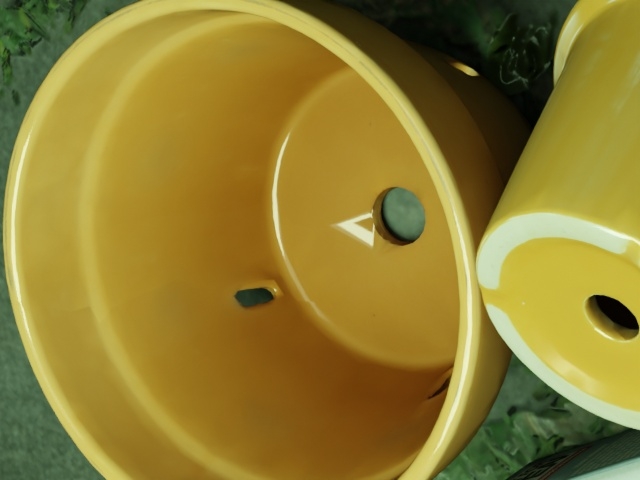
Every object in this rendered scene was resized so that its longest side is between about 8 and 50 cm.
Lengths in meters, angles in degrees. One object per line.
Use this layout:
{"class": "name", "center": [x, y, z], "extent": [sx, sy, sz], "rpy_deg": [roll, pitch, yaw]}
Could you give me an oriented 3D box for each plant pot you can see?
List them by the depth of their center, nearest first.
{"class": "plant pot", "center": [0.173, -0.021, 0.757], "extent": [0.205, 0.188, 0.205], "rpy_deg": [29, 147, 21]}
{"class": "plant pot", "center": [0.000, 0.000, 0.910], "extent": [0.291, 0.203, 0.290], "rpy_deg": [8, 105, 31]}

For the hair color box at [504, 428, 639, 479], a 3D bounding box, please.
{"class": "hair color box", "center": [0.270, 0.160, 0.827], "extent": [0.374, 0.114, 0.185], "rpy_deg": [-25, 87, 35]}
